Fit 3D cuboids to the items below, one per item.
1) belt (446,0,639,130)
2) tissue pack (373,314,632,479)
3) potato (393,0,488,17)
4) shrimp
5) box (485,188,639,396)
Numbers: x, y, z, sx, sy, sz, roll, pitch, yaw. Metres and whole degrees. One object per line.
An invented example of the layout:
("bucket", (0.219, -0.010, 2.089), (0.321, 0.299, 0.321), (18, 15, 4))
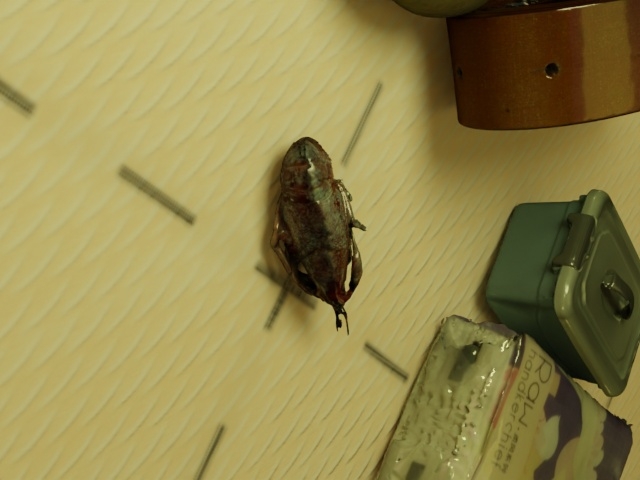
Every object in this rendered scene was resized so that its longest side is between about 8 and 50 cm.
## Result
("belt", (0.270, -0.193, 1.083), (0.339, 0.217, 0.122), (-21, 110, -39))
("tissue pack", (0.213, 0.255, 1.205), (0.344, 0.125, 0.242), (39, 72, -46))
("potato", (0.109, -0.288, 0.924), (0.178, 0.160, 0.235), (-35, 153, 11))
("shrimp", (0.001, 0.000, 0.946), (0.073, 0.075, 0.190), (-68, 144, -61))
("box", (0.290, 0.060, 1.225), (0.227, 0.130, 0.162), (51, 54, -44))
